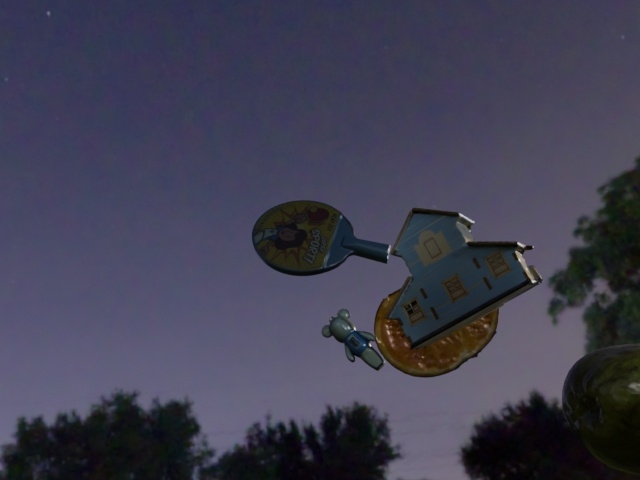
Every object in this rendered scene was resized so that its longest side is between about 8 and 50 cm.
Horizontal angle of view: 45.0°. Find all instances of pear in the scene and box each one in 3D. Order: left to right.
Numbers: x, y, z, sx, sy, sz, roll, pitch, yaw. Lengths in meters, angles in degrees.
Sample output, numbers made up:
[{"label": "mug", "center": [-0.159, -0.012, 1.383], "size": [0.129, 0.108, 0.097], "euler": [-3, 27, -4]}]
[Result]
[{"label": "pear", "center": [0.783, 0.410, 1.901], "size": [0.413, 0.352, 0.352], "euler": [8, -33, -32]}]

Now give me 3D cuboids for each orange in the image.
[{"label": "orange", "center": [0.300, 0.212, 2.014], "size": [0.310, 0.274, 0.274], "euler": [-32, -16, -27]}]

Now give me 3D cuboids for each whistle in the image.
[{"label": "whistle", "center": [0.110, 0.316, 2.402], "size": [0.114, 0.235, 0.077], "euler": [-44, -28, -8]}]

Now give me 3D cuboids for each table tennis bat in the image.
[{"label": "table tennis bat", "center": [0.000, 0.000, 1.799], "size": [0.329, 0.215, 0.044], "euler": [11, -37, 12]}]

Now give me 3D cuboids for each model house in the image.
[{"label": "model house", "center": [0.223, 0.041, 1.337], "size": [0.271, 0.206, 0.178], "euler": [-34, -15, 19]}]
